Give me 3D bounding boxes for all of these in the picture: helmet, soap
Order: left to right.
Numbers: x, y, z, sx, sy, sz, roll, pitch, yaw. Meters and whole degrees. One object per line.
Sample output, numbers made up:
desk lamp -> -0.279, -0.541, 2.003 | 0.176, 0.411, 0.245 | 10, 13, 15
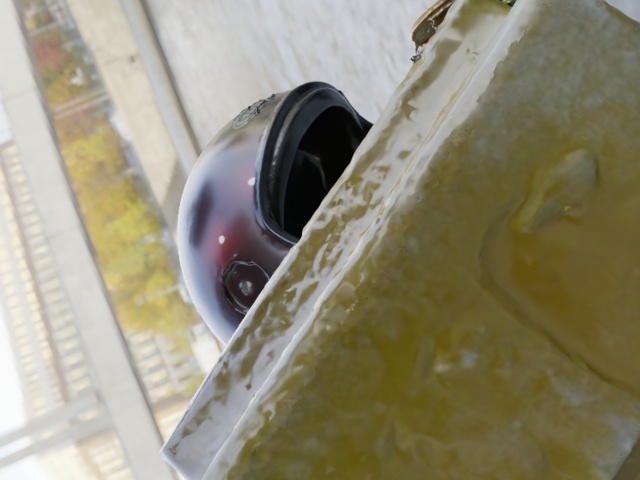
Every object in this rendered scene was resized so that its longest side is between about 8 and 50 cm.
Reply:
helmet -> 0.000, 0.000, 0.850 | 0.189, 0.193, 0.216 | -49, -58, -52
soap -> 0.106, 0.062, 0.562 | 0.259, 0.281, 0.143 | 32, 176, -10

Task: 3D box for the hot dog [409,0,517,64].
hot dog -> 0.105, -0.143, 0.705 | 0.056, 0.133, 0.041 | 56, -175, 31
